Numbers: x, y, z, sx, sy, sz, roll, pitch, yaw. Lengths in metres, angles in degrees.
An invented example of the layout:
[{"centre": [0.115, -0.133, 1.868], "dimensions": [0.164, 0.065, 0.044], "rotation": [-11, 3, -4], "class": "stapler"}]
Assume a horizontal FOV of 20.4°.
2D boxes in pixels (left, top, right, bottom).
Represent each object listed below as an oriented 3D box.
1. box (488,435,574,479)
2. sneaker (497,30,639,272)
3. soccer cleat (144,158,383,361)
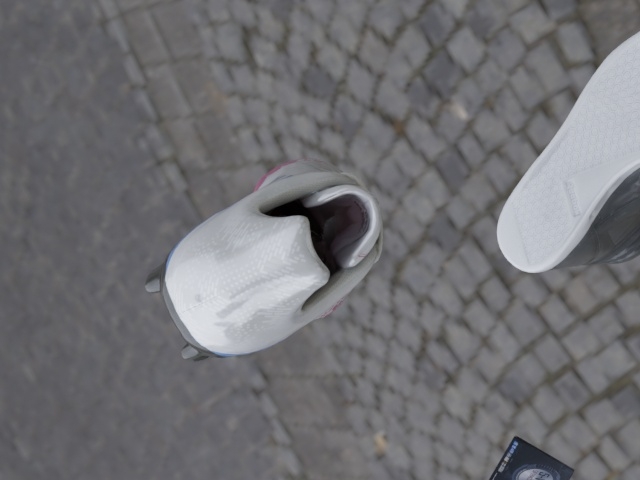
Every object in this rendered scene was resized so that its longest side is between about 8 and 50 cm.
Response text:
[{"centre": [0.192, 0.237, 1.686], "dimensions": [0.067, 0.083, 0.018], "rotation": [31, 156, 10], "class": "box"}, {"centre": [0.290, -0.088, 1.580], "dimensions": [0.296, 0.147, 0.104], "rotation": [-51, 62, 23], "class": "sneaker"}, {"centre": [0.000, 0.000, 1.277], "dimensions": [0.143, 0.331, 0.116], "rotation": [-26, 95, 23], "class": "soccer cleat"}]
